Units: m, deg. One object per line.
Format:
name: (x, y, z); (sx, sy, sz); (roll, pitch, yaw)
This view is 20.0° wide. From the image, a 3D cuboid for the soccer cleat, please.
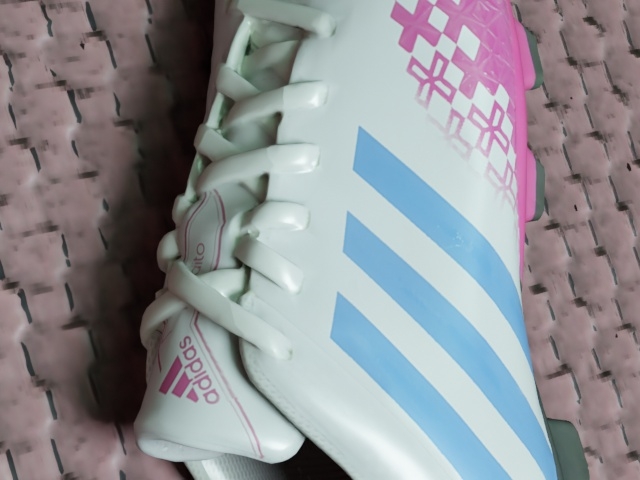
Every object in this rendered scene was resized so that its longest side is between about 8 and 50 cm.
soccer cleat: (0.000, 0.000, 0.590); (0.143, 0.116, 0.331); (-4, 77, -35)
